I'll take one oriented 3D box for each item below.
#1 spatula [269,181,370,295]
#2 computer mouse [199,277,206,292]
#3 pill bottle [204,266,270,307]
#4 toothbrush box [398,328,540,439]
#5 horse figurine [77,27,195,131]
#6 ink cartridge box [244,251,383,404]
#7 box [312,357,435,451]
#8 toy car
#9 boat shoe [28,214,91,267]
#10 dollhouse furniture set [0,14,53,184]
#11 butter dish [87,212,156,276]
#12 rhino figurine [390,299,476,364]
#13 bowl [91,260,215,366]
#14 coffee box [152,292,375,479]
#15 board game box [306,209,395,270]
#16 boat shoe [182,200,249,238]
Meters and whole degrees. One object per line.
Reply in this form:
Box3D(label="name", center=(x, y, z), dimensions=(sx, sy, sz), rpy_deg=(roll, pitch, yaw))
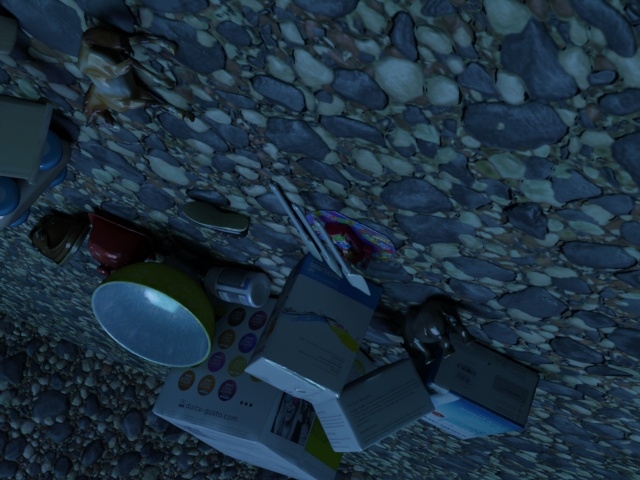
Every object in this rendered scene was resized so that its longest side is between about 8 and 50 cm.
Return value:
Box3D(label="spatula", center=(0.000, 0.000, 1.353), dimensions=(0.168, 0.019, 0.242), rpy_deg=(40, 168, 37))
Box3D(label="computer mouse", center=(-0.321, 0.161, 2.011), dimensions=(0.188, 0.072, 0.272), rpy_deg=(-2, 146, 45))
Box3D(label="pill bottle", center=(-0.185, 0.099, 1.735), dimensions=(0.137, 0.078, 0.078), rpy_deg=(9, 153, 32))
Box3D(label="toothbrush box", center=(0.293, 0.317, 1.686), dimensions=(0.216, 0.126, 0.295), rpy_deg=(27, 158, -6))
Box3D(label="horse figurine", center=(-0.280, -0.233, 1.123), dimensions=(0.174, 0.066, 0.263), rpy_deg=(15, 159, 6))
Box3D(label="ink cartridge box", center=(-0.015, 0.178, 1.538), dimensions=(0.168, 0.233, 0.171), rpy_deg=(27, 157, -7))
Box3D(label="box", center=(0.103, 0.335, 1.593), dimensions=(0.119, 0.180, 0.182), rpy_deg=(64, 159, 7))
Box3D(label="toy car", center=(-0.609, -0.165, 1.445), dimensions=(0.238, 0.210, 0.219), rpy_deg=(41, 166, -8))
Box3D(label="boat shoe", center=(-0.648, -0.004, 1.911), dimensions=(0.104, 0.111, 0.307), rpy_deg=(39, 155, -21))
Box3D(label="dollhouse furniture set", center=(-0.583, -0.258, 1.283), dimensions=(0.198, 0.287, 0.303), rpy_deg=(7, -163, -39))
Box3D(label="butter dish", center=(-0.474, 0.028, 1.809), dimensions=(0.160, 0.118, 0.160), rpy_deg=(23, 157, 4))
Box3D(label="rhino figurine", center=(0.204, 0.178, 1.520), dimensions=(0.106, 0.073, 0.243), rpy_deg=(59, 157, 6))
Box3D(label="bowl", center=(-0.355, 0.140, 1.793), dimensions=(0.289, 0.156, 0.290), rpy_deg=(13, 136, 12))
Box3D(label="coffee box", center=(-0.125, 0.350, 1.892), dimensions=(0.337, 0.335, 0.338), rpy_deg=(5, 152, 37))
Box3D(label="board game box", center=(0.047, 0.007, 1.365), dimensions=(0.168, 0.033, 0.133), rpy_deg=(26, 157, -5))
Box3D(label="boat shoe", center=(-0.199, -0.037, 1.488), dimensions=(0.132, 0.049, 0.042), rpy_deg=(17, 149, 6))
